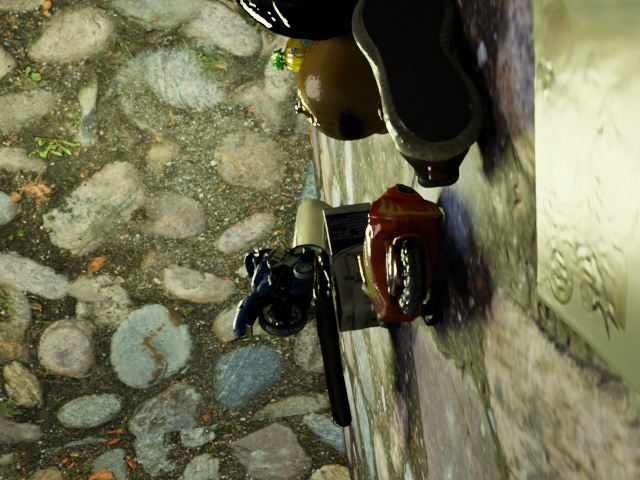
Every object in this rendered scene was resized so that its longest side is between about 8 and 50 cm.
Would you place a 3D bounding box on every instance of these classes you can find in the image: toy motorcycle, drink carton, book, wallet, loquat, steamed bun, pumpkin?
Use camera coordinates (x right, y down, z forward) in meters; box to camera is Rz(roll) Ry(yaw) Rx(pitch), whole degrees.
[{"bbox_3d":[0.099,0.027,0.892,0.298,0.089,0.171,97,167,-79],"label":"toy motorcycle"},{"bbox_3d":[0.069,0.055,1.399,0.134,0.102,0.222,95,166,-63],"label":"drink carton"},{"bbox_3d":[0.158,-0.019,0.328,0.264,0.027,0.201,-107,11,-72],"label":"book"},{"bbox_3d":[-0.088,0.090,1.414,0.315,0.169,0.113,-71,-18,-57],"label":"toy motorcycle"},{"bbox_3d":[0.017,0.187,1.362,0.172,0.045,0.317,-98,0,-58],"label":"wallet"},{"bbox_3d":[0.041,-0.206,0.941,0.137,0.163,0.163,51,155,42],"label":"loquat"},{"bbox_3d":[0.000,0.000,2.017,0.232,0.145,0.231,6,-90,-89],"label":"steamed bun"},{"bbox_3d":[0.005,-0.369,0.863,0.248,0.248,0.247,173,90,-87],"label":"pumpkin"}]

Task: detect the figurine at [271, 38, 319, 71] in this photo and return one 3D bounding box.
[{"bbox_3d":[-0.040,-0.450,1.657,0.115,0.156,0.094,85,177,-69],"label":"figurine"}]

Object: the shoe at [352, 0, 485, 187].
[{"bbox_3d":[0.091,-0.149,0.683,0.112,0.099,0.227,75,-176,-56],"label":"shoe"}]

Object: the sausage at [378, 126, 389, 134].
[{"bbox_3d":[0.086,-0.228,1.067,0.035,0.030,0.147,104,159,-72],"label":"sausage"}]
